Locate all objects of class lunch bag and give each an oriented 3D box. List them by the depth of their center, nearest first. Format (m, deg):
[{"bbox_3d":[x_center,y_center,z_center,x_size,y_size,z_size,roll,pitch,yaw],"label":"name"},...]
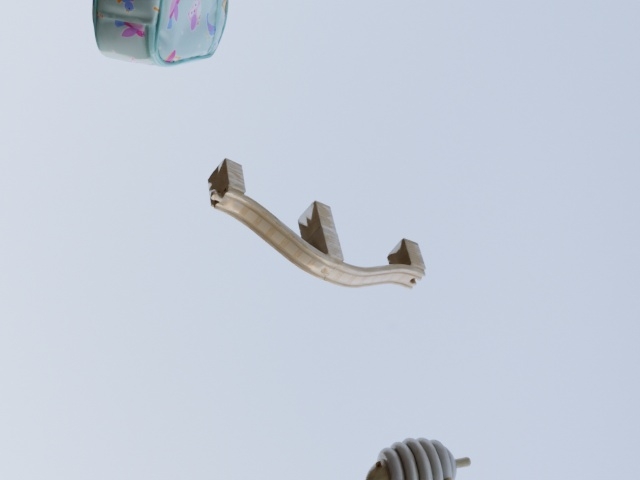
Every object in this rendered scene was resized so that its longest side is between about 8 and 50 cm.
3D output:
[{"bbox_3d":[-0.187,-0.366,1.408,0.108,0.224,0.279,14,-74,18],"label":"lunch bag"}]

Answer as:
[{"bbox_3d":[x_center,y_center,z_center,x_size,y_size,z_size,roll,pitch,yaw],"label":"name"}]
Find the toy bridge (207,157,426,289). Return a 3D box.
[{"bbox_3d":[0.000,0.000,0.800,0.026,0.188,0.063,-47,-144,30],"label":"toy bridge"}]

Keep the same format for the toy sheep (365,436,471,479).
[{"bbox_3d":[0.113,0.270,1.280,0.091,0.132,0.091,176,-90,-70],"label":"toy sheep"}]
